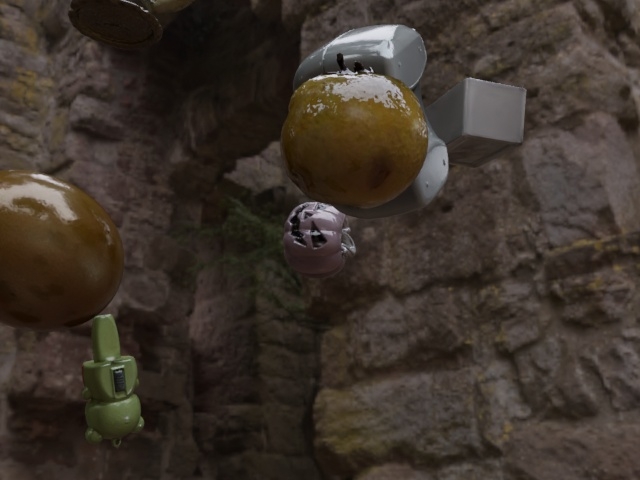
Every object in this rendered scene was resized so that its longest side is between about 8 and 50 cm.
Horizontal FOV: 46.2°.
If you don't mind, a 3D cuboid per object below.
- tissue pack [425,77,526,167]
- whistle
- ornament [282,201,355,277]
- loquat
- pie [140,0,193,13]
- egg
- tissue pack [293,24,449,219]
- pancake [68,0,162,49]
[{"bbox_3d":[0.363,-0.274,1.803,0.159,0.136,0.246,7,-9,-15],"label":"tissue pack"},{"bbox_3d":[-0.452,0.302,1.605,0.131,0.288,0.106,-7,0,-40],"label":"whistle"},{"bbox_3d":[0.000,-0.001,1.734,0.178,0.177,0.177,-1,-21,0],"label":"ornament"},{"bbox_3d":[0.051,-0.144,1.026,0.213,0.213,0.213,-1,-21,0],"label":"loquat"},{"bbox_3d":[-0.283,-0.462,1.114,0.338,0.337,0.075,6,-37,-18],"label":"pie"},{"bbox_3d":[-0.526,0.019,1.375,0.283,0.282,0.351,-15,-32,32],"label":"egg"},{"bbox_3d":[0.082,-0.213,1.381,0.236,0.229,0.333,-4,-65,29],"label":"tissue pack"},{"bbox_3d":[-0.427,-0.450,1.555,0.199,0.021,0.199,6,-16,2],"label":"pancake"}]
